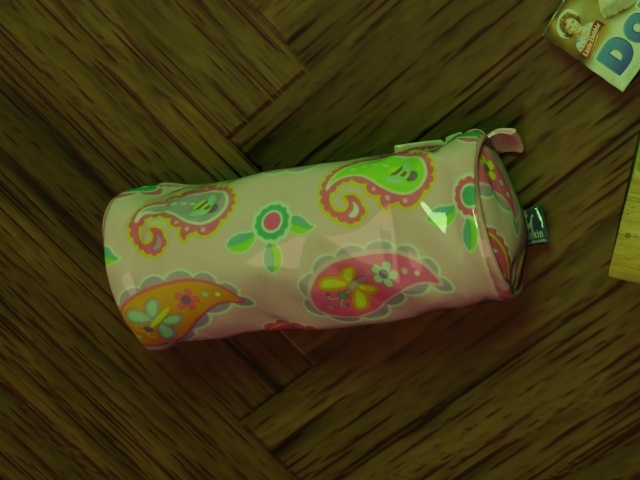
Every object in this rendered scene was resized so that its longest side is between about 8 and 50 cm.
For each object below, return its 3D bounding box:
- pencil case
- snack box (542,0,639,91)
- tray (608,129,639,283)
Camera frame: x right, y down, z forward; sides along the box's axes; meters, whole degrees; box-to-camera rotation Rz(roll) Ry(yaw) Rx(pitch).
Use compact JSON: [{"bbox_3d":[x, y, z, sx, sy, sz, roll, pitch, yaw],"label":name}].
[{"bbox_3d":[0.000,0.000,1.160,0.284,0.124,0.124,-9,115,20],"label":"pencil case"},{"bbox_3d":[0.206,-0.179,1.048,0.064,0.022,0.178,36,122,9],"label":"snack box"},{"bbox_3d":[0.382,-0.003,0.991,0.411,0.203,0.076,15,119,8],"label":"tray"}]
